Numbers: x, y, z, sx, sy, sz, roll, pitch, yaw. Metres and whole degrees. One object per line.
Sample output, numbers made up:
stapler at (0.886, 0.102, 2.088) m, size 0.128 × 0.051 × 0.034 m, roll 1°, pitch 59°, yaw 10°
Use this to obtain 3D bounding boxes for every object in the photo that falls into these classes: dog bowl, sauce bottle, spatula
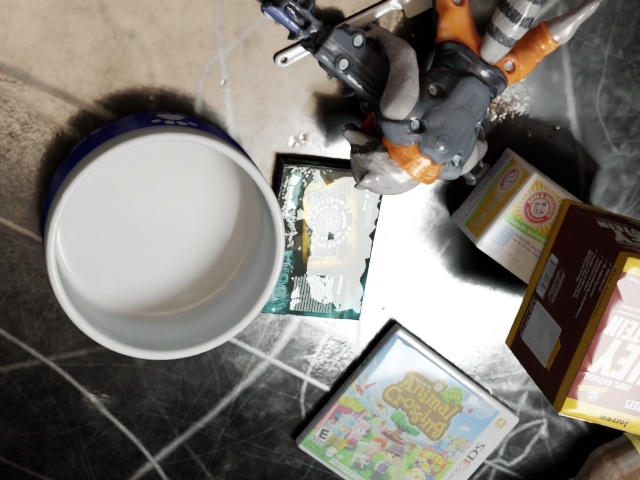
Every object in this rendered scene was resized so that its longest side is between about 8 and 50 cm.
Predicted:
dog bowl at (-0.178, -0.007, 1.885) m, size 0.265 × 0.104 × 0.265 m, roll -4°, pitch 110°, yaw -12°
sauce bottle at (0.417, 0.286, 2.127) m, size 0.344 × 0.111 × 0.111 m, roll -26°, pitch 113°, yaw -1°
spatula at (0.033, -0.305, 1.877) m, size 0.242 × 0.019 × 0.168 m, roll -26°, pitch 118°, yaw -2°

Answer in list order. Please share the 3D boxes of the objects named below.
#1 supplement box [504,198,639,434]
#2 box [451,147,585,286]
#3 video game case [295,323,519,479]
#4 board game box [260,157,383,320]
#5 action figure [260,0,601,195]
supplement box at (0.323, 0.084, 1.871) m, size 0.129 × 0.194 × 0.191 m, roll 16°, pitch 106°, yaw -18°
box at (0.273, 0.000, 1.992) m, size 0.203 × 0.103 × 0.114 m, roll 34°, pitch 99°, yaw -22°
video game case at (0.109, 0.234, 2.081) m, size 0.212 × 0.023 × 0.193 m, roll 37°, pitch 97°, yaw -22°
board game box at (0.000, 0.000, 1.971) m, size 0.126 × 0.026 × 0.186 m, roll 6°, pitch 108°, yaw -15°
action figure at (0.116, -0.200, 1.843) m, size 0.341 × 0.178 × 0.330 m, roll 28°, pitch 95°, yaw -25°
